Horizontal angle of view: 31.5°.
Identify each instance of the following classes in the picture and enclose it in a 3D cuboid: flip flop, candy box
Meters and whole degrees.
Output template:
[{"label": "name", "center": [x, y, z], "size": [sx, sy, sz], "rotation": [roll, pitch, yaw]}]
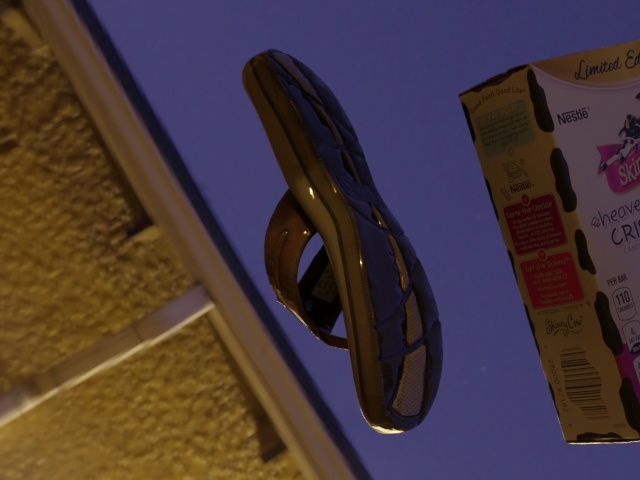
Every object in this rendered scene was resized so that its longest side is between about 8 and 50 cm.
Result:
[{"label": "flip flop", "center": [0.000, 0.000, 0.735], "size": [0.080, 0.112, 0.277], "rotation": [-32, -113, 19]}, {"label": "candy box", "center": [0.198, -0.006, 0.728], "size": [0.071, 0.159, 0.233], "rotation": [-20, -92, 56]}]
